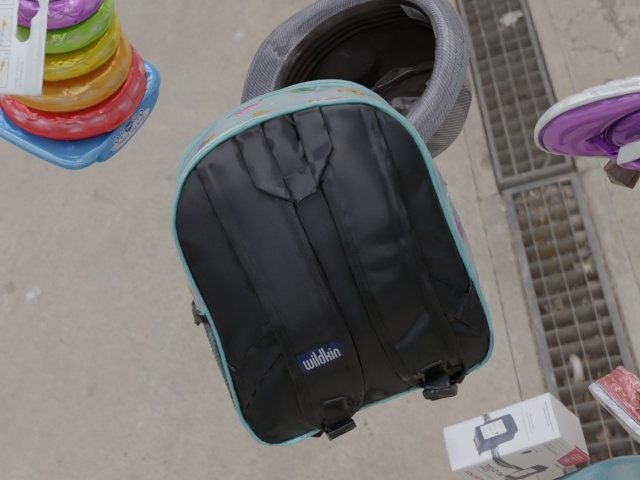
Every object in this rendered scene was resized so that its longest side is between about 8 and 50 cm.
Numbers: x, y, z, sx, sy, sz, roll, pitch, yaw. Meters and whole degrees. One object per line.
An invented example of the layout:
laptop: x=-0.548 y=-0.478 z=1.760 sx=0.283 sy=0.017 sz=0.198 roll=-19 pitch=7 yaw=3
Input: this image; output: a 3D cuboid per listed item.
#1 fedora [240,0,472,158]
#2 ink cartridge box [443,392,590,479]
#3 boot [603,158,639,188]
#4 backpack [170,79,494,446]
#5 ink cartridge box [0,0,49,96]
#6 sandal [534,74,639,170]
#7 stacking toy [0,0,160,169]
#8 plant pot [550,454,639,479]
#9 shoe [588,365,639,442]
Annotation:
fedora: x=0.055 y=-0.156 z=0.970 sx=0.275 sy=0.124 sz=0.243 roll=-16 pitch=62 yaw=32
ink cartridge box: x=0.394 y=0.411 z=1.777 sx=0.237 sy=0.172 sz=0.100 roll=-25 pitch=51 yaw=24
boot: x=0.451 y=-0.144 z=1.314 sx=0.106 sy=0.037 sz=0.114 roll=35 pitch=107 yaw=6
backpack: x=0.000 y=0.000 z=0.522 sx=0.166 sy=0.188 sz=0.144 roll=-20 pitch=26 yaw=5
ink cartridge box: x=-0.289 y=-0.190 z=0.733 sx=0.179 sy=0.045 sz=0.145 roll=5 pitch=91 yaw=19
sandal: x=0.493 y=-0.137 z=1.145 sx=0.416 sy=0.169 sz=0.102 roll=-1 pitch=61 yaw=14
stacking toy: x=-0.266 y=-0.230 z=0.876 sx=0.166 sy=0.302 sz=0.175 roll=26 pitch=58 yaw=11
plant pot: x=0.411 y=0.469 z=1.337 sx=0.248 sy=0.252 sz=0.247 roll=-37 pitch=49 yaw=39
shoe: x=0.585 y=0.306 z=1.642 sx=0.081 sy=0.063 sz=0.178 roll=-37 pitch=35 yaw=0
